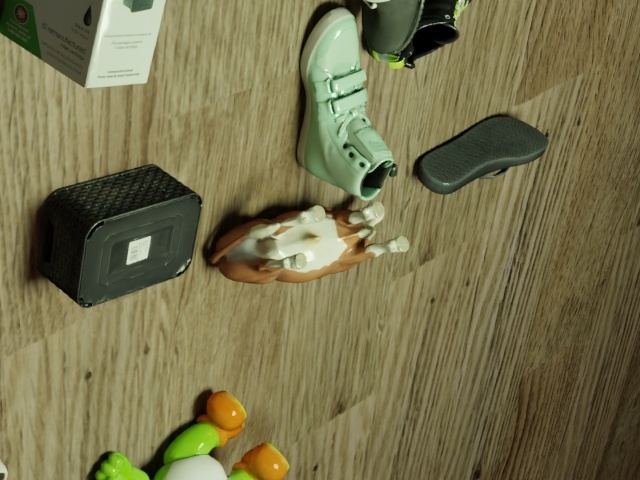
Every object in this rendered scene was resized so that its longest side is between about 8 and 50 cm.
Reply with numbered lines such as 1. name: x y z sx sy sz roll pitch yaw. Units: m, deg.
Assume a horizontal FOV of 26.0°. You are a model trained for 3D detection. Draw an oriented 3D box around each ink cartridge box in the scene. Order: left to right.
1. ink cartridge box: -0.228 -0.277 1.380 0.087 0.153 0.208 -13 127 -48

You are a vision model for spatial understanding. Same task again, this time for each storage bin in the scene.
1. storage bin: -0.241 -0.007 1.672 0.180 0.084 0.122 -20 134 -44

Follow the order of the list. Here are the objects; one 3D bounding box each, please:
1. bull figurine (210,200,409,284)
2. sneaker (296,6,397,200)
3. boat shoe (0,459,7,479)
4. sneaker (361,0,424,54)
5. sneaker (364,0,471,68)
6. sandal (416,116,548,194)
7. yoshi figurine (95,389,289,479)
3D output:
1. bull figurine: 0.000 0.000 1.926 0.310 0.188 0.101 -14 88 -38
2. sneaker: 0.050 -0.176 1.842 0.094 0.151 0.256 -27 137 -35
3. boat shoe: -0.458 0.375 1.716 0.098 0.096 0.277 -6 124 -51
4. sneaker: 0.051 -0.371 1.719 0.146 0.122 0.330 -20 134 -23
5. sneaker: 0.165 -0.304 1.927 0.235 0.097 0.084 -40 145 -23
6. sandal: 0.254 -0.133 2.219 0.254 0.097 0.054 -20 147 -29
7. yoshi figurine: -0.223 0.378 1.965 0.362 0.203 0.203 -38 128 -22
